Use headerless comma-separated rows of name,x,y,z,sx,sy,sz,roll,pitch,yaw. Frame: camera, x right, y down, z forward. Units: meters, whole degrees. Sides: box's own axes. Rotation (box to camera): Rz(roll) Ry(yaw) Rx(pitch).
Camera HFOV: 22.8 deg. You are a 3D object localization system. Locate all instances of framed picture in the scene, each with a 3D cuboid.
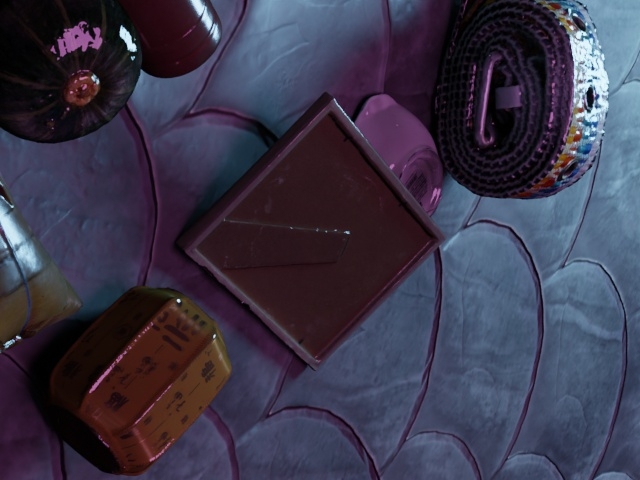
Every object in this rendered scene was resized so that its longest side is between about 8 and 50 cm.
framed picture,0.000,0.000,1.921,0.247,0.022,0.335,-46,139,-1

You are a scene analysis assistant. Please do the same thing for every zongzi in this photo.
zongzi,-0.317,-0.021,1.531,0.289,0.123,0.260,-32,118,-63

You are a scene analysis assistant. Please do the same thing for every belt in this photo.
belt,0.265,-0.198,2.105,0.160,0.207,0.295,-3,107,-53

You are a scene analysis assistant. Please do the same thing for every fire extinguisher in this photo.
fire extinguisher,-0.213,-0.305,1.542,0.102,0.138,0.344,-53,145,-18

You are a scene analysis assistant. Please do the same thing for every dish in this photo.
dish,0.090,-0.069,2.035,0.246,0.078,0.224,-36,130,-39

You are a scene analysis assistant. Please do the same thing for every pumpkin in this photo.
pumpkin,-0.254,-0.173,1.520,0.167,0.125,0.167,-30,151,-18

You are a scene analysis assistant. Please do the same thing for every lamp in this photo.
lamp,-0.195,0.149,1.694,0.185,0.161,0.161,-46,134,-29
